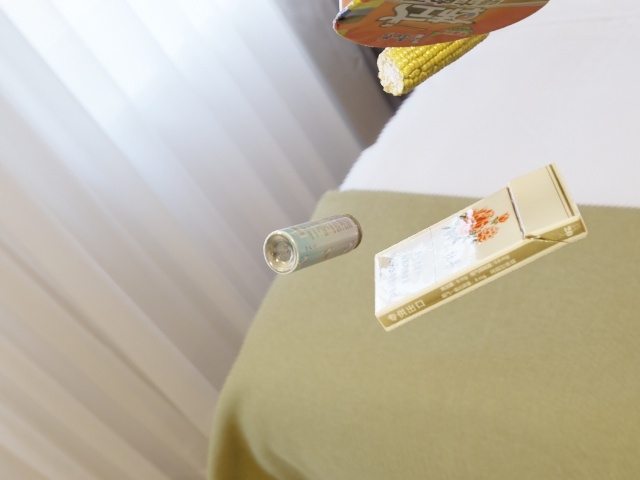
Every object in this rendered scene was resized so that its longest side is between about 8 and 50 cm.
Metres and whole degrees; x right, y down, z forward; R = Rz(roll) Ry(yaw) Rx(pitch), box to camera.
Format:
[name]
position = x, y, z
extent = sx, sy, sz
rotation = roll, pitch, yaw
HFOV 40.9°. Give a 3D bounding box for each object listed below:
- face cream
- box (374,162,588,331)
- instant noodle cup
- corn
[face cream]
position = 0.000, 0.000, 1.478
extent = 0.075, 0.075, 0.229
rotation = -8, 6, 37
[box]
position = 0.138, 0.004, 0.786
extent = 0.198, 0.029, 0.109
rotation = -29, 24, 18
[instant noodle cup]
position = 0.125, -0.348, 0.970
extent = 0.250, 0.192, 0.250
rotation = -7, -3, 0
[corn]
position = 0.200, -0.340, 1.479
extent = 0.244, 0.093, 0.093
rotation = -39, 30, -26
